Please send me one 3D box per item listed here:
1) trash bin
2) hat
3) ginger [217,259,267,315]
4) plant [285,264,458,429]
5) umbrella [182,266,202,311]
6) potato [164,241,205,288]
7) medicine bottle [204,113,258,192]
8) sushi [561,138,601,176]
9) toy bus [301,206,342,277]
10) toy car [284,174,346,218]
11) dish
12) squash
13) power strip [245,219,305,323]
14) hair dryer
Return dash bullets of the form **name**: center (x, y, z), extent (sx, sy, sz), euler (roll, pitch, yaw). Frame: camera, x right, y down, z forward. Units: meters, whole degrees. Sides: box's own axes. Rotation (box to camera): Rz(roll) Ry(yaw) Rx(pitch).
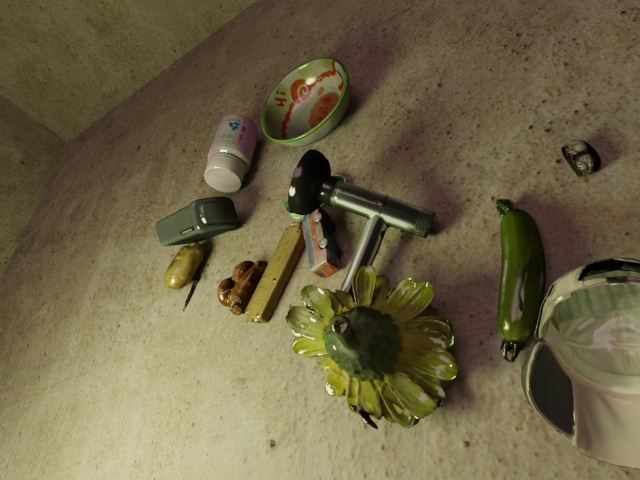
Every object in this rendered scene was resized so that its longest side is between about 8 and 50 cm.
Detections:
- **trash bin**: center (-0.368, -0.056, 1.247), extent (0.236, 0.176, 0.101), euler (-18, 87, 30)
- **hat**: center (0.409, 0.161, 0.538), extent (0.231, 0.160, 0.276), euler (-14, 75, 43)
- **ginger**: center (-0.210, 0.118, 1.081), extent (0.103, 0.073, 0.162), euler (18, 64, 29)
- **plant**: center (0.078, 0.201, 0.695), extent (0.305, 0.262, 0.297), euler (-6, 10, 12)
- **umbrella**: center (-0.391, 0.145, 1.231), extent (0.022, 0.022, 0.149), euler (124, 163, -62)
- **potato**: center (-0.419, 0.076, 1.246), extent (0.107, 0.079, 0.171), euler (-38, 28, 56)
- **medicine bottle**: center (-0.309, -0.303, 1.401), extent (0.151, 0.152, 0.255), euler (-13, 51, 30)
- **sushi**: center (0.501, -0.163, 0.771), extent (0.045, 0.044, 0.083), euler (-24, 49, 22)
- **toy bus**: center (0.000, 0.000, 1.014), extent (0.077, 0.065, 0.192), euler (-33, 45, 22)
- **toy car**: center (-0.007, -0.117, 1.106), extent (0.186, 0.058, 0.093), euler (-31, 39, -12)
- **dish**: center (-0.028, -0.421, 1.306), extent (0.323, 0.124, 0.325), euler (-16, 58, 27)
- **squash**: center (0.349, 0.049, 0.709), extent (0.080, 0.071, 0.319), euler (-8, 55, 34)
- **power strip**: center (-0.109, 0.080, 1.053), extent (0.064, 0.044, 0.306), euler (8, 66, 41)
- **hair dryer**: center (0.047, -0.021, 0.874), extent (0.320, 0.156, 0.284), euler (30, 67, 18)
